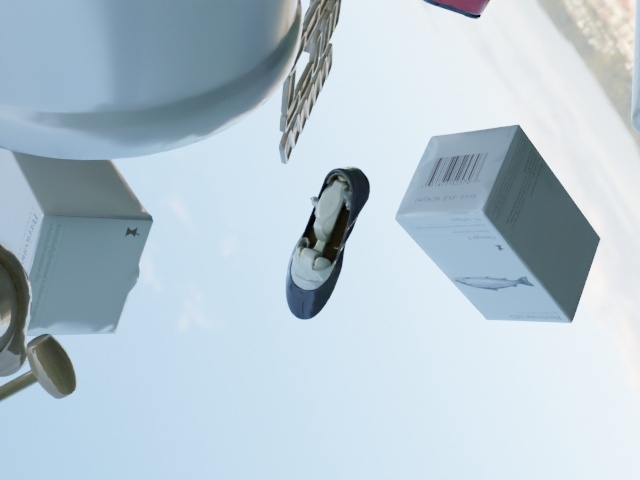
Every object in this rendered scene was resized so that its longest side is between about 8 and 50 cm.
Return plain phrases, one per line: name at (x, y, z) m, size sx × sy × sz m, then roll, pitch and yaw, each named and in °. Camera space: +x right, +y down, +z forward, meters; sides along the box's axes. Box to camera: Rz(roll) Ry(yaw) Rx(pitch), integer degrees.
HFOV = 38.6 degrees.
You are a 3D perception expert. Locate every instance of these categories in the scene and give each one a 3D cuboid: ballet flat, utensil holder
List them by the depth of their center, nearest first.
utensil holder at (-0.157, -0.302, 0.595) m, size 0.385 × 0.328 × 0.327 m, roll 99°, pitch 163°, yaw -48°
ballet flat at (0.000, 0.000, 1.126) m, size 0.074 × 0.203 × 0.074 m, roll 23°, pitch 180°, yaw 0°

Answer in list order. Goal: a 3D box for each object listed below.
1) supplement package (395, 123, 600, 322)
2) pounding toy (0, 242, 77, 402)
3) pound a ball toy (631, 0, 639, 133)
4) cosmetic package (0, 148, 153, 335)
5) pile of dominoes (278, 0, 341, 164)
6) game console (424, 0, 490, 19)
supplement package at (0.175, -0.011, 0.881) m, size 0.179 × 0.105 × 0.105 m, roll 44°, pitch -121°, yaw -34°
pounding toy at (-0.375, 0.091, 0.872) m, size 0.155 × 0.270 × 0.154 m, roll -60°, pitch -39°, yaw -68°
pound a ball toy at (0.361, -0.256, 0.940) m, size 0.208 × 0.136 × 0.319 m, roll 26°, pitch -123°, yaw -23°
cosmetic package at (-0.384, -0.051, 1.271) m, size 0.155 × 0.196 × 0.365 m, roll 3°, pitch -149°, yaw -36°
pile of dominoes at (-0.025, -0.228, 1.152) m, size 0.196 × 0.040 × 0.251 m, roll 99°, pitch -170°, yaw -48°
game console at (0.117, -0.302, 0.980) m, size 0.144 × 0.124 × 0.085 m, roll 16°, pitch -113°, yaw -6°
